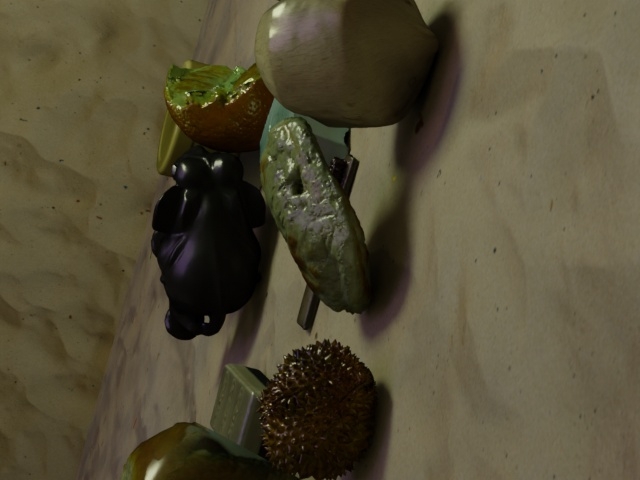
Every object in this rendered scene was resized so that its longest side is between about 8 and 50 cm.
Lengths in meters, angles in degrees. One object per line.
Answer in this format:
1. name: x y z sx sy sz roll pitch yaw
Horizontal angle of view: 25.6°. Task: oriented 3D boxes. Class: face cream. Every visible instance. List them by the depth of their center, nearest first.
1. face cream: -0.185 -0.203 2.564 0.218 0.179 0.218 -166 90 -76

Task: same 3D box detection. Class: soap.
1. soap: -0.026 -0.140 2.067 0.230 0.091 0.145 -123 48 -73

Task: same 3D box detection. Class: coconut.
1. coconut: 0.040 -0.232 1.688 0.224 0.224 0.224 -166 90 -76

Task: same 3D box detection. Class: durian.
1. durian: -0.003 0.192 1.582 0.168 0.137 0.158 -48 48 37

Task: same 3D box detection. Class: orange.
1. orange: -0.136 -0.231 2.366 0.179 0.237 0.158 -66 -34 -59

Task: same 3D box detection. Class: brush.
1. brush: 0.000 0.000 1.939 0.043 0.036 0.248 -123 48 -77

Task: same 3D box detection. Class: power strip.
1. power strip: -0.103 0.250 2.034 0.256 0.070 0.105 -162 86 -75

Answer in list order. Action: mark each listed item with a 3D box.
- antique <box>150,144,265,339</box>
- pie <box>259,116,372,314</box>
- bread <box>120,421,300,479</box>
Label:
1. antique: -0.189 -0.002 2.354 0.255 0.185 0.322 128 136 -76
2. pie: -0.007 -0.020 1.694 0.201 0.090 0.248 85 160 -59
3. bread: -0.153 0.369 1.787 0.395 0.239 0.264 166 121 -76
